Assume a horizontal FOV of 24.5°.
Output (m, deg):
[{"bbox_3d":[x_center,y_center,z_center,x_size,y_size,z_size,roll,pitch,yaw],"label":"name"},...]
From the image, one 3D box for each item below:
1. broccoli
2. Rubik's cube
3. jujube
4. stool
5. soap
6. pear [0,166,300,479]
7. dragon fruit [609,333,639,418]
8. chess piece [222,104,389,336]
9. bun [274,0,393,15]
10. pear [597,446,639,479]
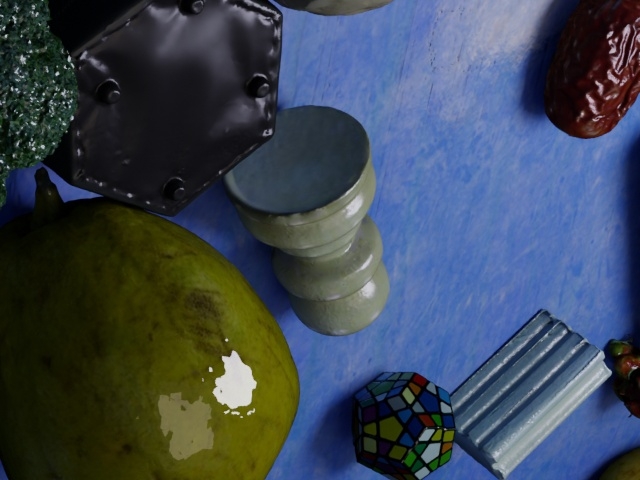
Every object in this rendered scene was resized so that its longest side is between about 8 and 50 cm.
[{"bbox_3d":[-0.311,-0.121,1.080,0.254,0.269,0.269,42,87,-5],"label":"broccoli"},{"bbox_3d":[0.095,0.216,1.714,0.133,0.133,0.112,-1,146,-40],"label":"Rubik's cube"},{"bbox_3d":[0.310,-0.195,1.612,0.112,0.109,0.176,19,111,-11],"label":"jujube"},{"bbox_3d":[-0.149,-0.141,1.230,0.232,0.141,0.232,-22,131,-27],"label":"stool"},{"bbox_3d":[0.252,0.190,1.828,0.198,0.114,0.063,-41,137,-9],"label":"soap"},{"bbox_3d":[-0.173,0.105,1.297,0.287,0.287,0.375,-30,113,-21],"label":"pear"},{"bbox_3d":[0.468,0.187,2.008,0.138,0.142,0.175,-27,121,25],"label":"dragon fruit"},{"bbox_3d":[0.000,0.000,1.477,0.144,0.144,0.251,-36,142,-15],"label":"chess piece"},{"bbox_3d":[-0.015,-0.276,1.227,0.133,0.231,0.231,-33,147,30],"label":"bun"},{"bbox_3d":[0.516,0.420,2.109,0.281,0.281,0.280,-22,131,-28],"label":"pear"}]
